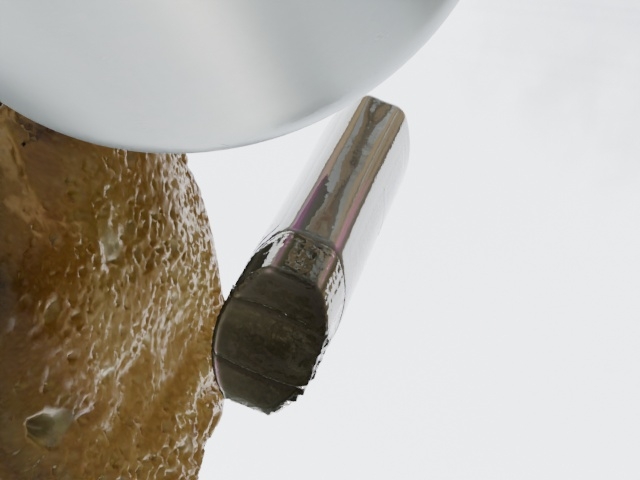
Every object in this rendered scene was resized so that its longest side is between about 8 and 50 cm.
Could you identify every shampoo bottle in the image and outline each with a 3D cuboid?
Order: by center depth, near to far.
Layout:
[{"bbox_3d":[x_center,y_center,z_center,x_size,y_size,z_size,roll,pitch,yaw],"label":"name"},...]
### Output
[{"bbox_3d":[0.000,0.000,0.844,0.055,0.086,0.227,21,-150,3],"label":"shampoo bottle"}]

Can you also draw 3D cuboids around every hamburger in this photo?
[{"bbox_3d":[-0.171,0.024,0.887,0.170,0.314,0.290,-4,-147,18],"label":"hamburger"}]

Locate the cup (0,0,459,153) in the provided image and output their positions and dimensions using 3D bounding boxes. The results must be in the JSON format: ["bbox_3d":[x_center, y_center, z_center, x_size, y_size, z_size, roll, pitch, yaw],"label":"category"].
[{"bbox_3d":[-0.062,-0.151,0.381,0.205,0.312,0.206,-4,-110,11],"label":"cup"}]
